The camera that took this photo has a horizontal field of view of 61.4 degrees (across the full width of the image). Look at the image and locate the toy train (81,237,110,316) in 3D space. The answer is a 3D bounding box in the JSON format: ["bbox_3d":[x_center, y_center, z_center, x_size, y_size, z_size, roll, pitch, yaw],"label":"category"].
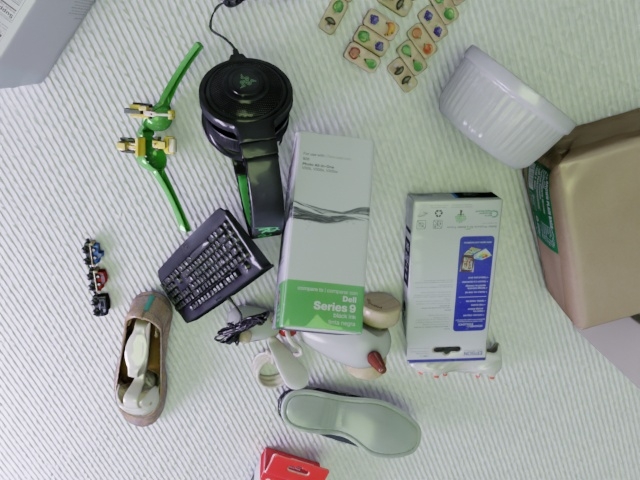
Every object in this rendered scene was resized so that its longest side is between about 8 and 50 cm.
[{"bbox_3d":[-0.416,0.070,1.006,0.036,0.027,0.158,-3,110,-6],"label":"toy train"}]

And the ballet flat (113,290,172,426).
[{"bbox_3d":[-0.350,0.251,1.034,0.108,0.106,0.315,6,110,-6],"label":"ballet flat"}]

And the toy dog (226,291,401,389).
[{"bbox_3d":[-0.001,0.196,1.006,0.334,0.161,0.220,-14,110,2],"label":"toy dog"}]

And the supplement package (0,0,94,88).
[{"bbox_3d":[-0.448,-0.378,0.750,0.198,0.199,0.262,38,104,-15],"label":"supplement package"}]

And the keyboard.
[{"bbox_3d":[-0.173,0.085,0.910,0.201,0.033,0.317,52,140,-3],"label":"keyboard"}]

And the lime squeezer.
[{"bbox_3d":[-0.258,-0.173,0.895,0.110,0.059,0.310,21,110,35],"label":"lime squeezer"}]

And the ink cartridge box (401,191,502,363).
[{"bbox_3d":[0.243,0.074,1.028,0.166,0.065,0.332,-1,108,-3],"label":"ink cartridge box"}]

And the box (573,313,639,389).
[{"bbox_3d":[0.595,0.202,0.984,0.113,0.275,0.094,22,106,-12],"label":"box"}]

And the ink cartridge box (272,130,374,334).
[{"bbox_3d":[0.000,0.000,0.853,0.122,0.211,0.288,6,80,-6],"label":"ink cartridge box"}]

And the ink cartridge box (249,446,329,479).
[{"bbox_3d":[-0.085,0.542,1.170,0.134,0.078,0.230,22,107,-11],"label":"ink cartridge box"}]

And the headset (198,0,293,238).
[{"bbox_3d":[-0.090,-0.203,0.829,0.186,0.243,0.393,-11,93,-11],"label":"headset"}]

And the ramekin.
[{"bbox_3d":[0.287,-0.206,0.861,0.207,0.207,0.109,32,114,-14],"label":"ramekin"}]

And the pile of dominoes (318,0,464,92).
[{"bbox_3d":[0.133,-0.389,0.867,0.196,0.040,0.251,28,106,-12],"label":"pile of dominoes"}]

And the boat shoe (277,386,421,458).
[{"bbox_3d":[0.059,0.364,1.112,0.303,0.091,0.114,23,79,-10],"label":"boat shoe"}]

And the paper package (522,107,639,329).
[{"bbox_3d":[0.545,-0.047,0.949,0.310,0.168,0.324,-17,111,3],"label":"paper package"}]

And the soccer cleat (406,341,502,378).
[{"bbox_3d":[0.271,0.235,1.093,0.197,0.068,0.076,4,96,-7],"label":"soccer cleat"}]

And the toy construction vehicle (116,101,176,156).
[{"bbox_3d":[-0.280,-0.174,0.861,0.098,0.035,0.085,10,108,7],"label":"toy construction vehicle"}]
